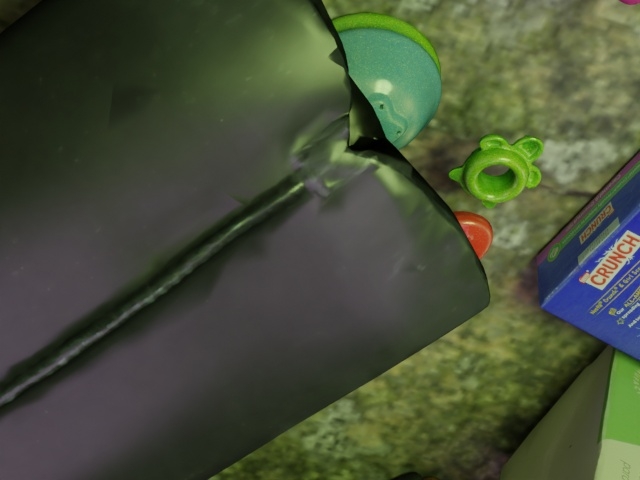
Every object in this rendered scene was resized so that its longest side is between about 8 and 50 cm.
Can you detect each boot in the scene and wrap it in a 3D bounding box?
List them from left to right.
[{"bbox_3d":[-0.204,-0.001,0.646,0.445,0.146,0.367,-31,118,4],"label":"boot"}]

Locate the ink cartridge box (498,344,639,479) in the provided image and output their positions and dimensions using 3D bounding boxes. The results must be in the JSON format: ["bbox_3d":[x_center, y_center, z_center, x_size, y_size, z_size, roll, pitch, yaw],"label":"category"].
[{"bbox_3d":[0.251,0.223,0.822,0.353,0.207,0.119,33,119,-3],"label":"ink cartridge box"}]

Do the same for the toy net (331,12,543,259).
[{"bbox_3d":[0.000,0.000,0.813,0.122,0.045,0.232,26,127,-21],"label":"toy net"}]

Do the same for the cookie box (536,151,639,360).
[{"bbox_3d":[0.174,0.015,0.818,0.107,0.040,0.092,28,125,-20],"label":"cookie box"}]

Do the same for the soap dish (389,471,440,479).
[{"bbox_3d":[-0.045,0.233,0.894,0.291,0.229,0.118,-16,101,14],"label":"soap dish"}]

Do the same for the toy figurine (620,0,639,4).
[{"bbox_3d":[0.149,-0.161,0.643,0.159,0.130,0.173,-18,105,27],"label":"toy figurine"}]
